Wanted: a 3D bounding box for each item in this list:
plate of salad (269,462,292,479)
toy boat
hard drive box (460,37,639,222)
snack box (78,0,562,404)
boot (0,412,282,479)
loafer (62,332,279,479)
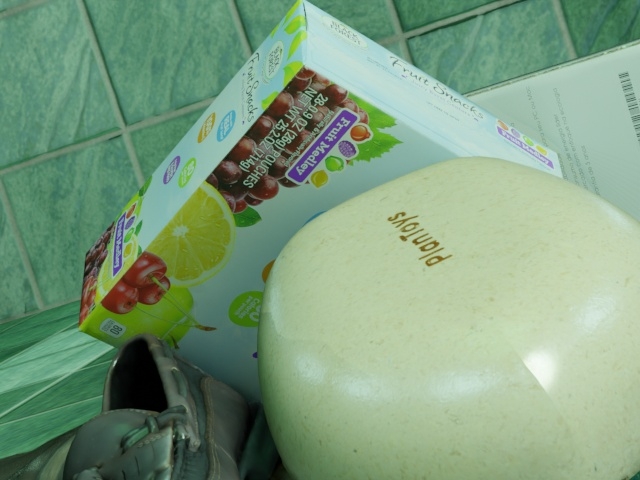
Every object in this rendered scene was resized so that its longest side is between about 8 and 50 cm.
[{"bbox_3d":[0.064,0.095,0.883,0.200,0.048,0.200,-19,4,1],"label":"plate of salad"},{"bbox_3d":[0.132,0.039,0.760,0.318,0.148,0.267,-22,22,-1],"label":"toy boat"},{"bbox_3d":[0.137,-0.008,0.988,0.232,0.181,0.089,-15,5,30],"label":"hard drive box"},{"bbox_3d":[0.000,0.000,0.922,0.207,0.174,0.070,-46,28,30],"label":"snack box"},{"bbox_3d":[-0.155,0.135,1.026,0.229,0.091,0.263,-18,3,36],"label":"boot"},{"bbox_3d":[-0.085,0.113,0.785,0.109,0.095,0.302,-43,3,8],"label":"loafer"}]
